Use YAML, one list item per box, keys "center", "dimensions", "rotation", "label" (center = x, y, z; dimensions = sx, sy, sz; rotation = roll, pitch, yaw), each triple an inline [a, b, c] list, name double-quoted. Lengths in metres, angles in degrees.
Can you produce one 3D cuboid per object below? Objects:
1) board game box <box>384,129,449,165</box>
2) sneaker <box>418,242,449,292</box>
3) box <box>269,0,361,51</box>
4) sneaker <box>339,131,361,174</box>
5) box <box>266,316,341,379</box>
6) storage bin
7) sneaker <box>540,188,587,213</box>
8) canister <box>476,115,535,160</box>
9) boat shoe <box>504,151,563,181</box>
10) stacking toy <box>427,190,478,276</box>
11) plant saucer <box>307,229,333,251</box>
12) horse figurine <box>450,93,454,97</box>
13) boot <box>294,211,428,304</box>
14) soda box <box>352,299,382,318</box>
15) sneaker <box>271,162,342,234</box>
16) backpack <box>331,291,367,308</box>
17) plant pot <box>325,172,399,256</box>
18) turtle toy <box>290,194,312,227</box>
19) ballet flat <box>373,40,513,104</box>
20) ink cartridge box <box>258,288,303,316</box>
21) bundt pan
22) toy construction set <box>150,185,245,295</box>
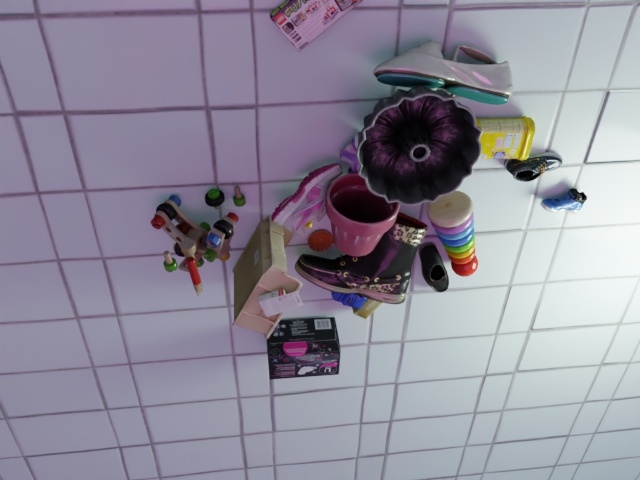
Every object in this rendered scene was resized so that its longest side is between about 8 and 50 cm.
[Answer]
- center: [0.270, -0.261, 1.763]
  dimensions: [0.186, 0.026, 0.126]
  rotation: [2, 128, -9]
  label: "board game box"
- center: [0.385, 0.122, 2.118]
  dimensions: [0.083, 0.118, 0.222]
  rotation: [-22, 129, 9]
  label: "sneaker"
- center: [-0.009, -0.570, 1.548]
  dimensions: [0.207, 0.036, 0.114]
  rotation: [-34, 126, 18]
  label: "box"
- center: [0.138, -0.203, 1.840]
  dimensions: [0.104, 0.095, 0.236]
  rotation: [-30, 122, 22]
  label: "sneaker"
- center: [-0.064, 0.376, 2.224]
  dimensions: [0.247, 0.163, 0.142]
  rotation: [-2, 133, -7]
  label: "box"
- center: [-0.164, 0.104, 1.925]
  dimensions: [0.123, 0.262, 0.260]
  rotation: [20, 123, -21]
  label: "storage bin"
- center: [0.776, -0.131, 2.013]
  dimensions: [0.152, 0.058, 0.085]
  rotation: [6, 133, -19]
  label: "sneaker"
- center: [0.517, -0.293, 1.834]
  dimensions: [0.169, 0.073, 0.126]
  rotation: [-2, 129, -6]
  label: "canister"
- center: [0.652, -0.215, 1.911]
  dimensions: [0.183, 0.083, 0.065]
  rotation: [-5, 129, -5]
  label: "boat shoe"
- center: [0.436, 0.000, 2.031]
  dimensions: [0.141, 0.141, 0.330]
  rotation: [-18, 134, 6]
  label: "stacking toy"
- center: [0.000, 0.000, 2.026]
  dimensions: [0.083, 0.013, 0.083]
  rotation: [-5, 130, -5]
  label: "plant saucer"
- center: [0.280, -0.316, 1.783]
  dimensions: [0.263, 0.066, 0.175]
  rotation: [-8, 124, -4]
  label: "horse figurine"
- center: [0.133, 0.031, 1.986]
  dimensions: [0.377, 0.138, 0.284]
  rotation: [17, 115, -6]
  label: "boot"
- center: [0.183, 0.186, 2.174]
  dimensions: [0.058, 0.061, 0.181]
  rotation: [25, 121, -27]
  label: "soda box"
- center: [-0.021, -0.117, 1.833]
  dimensions: [0.252, 0.103, 0.111]
  rotation: [-45, 106, 3]
  label: "sneaker"
- center: [0.097, 0.168, 2.124]
  dimensions: [0.120, 0.101, 0.098]
  rotation: [21, 116, -19]
  label: "backpack"
- center: [0.108, -0.059, 1.795]
  dimensions: [0.201, 0.201, 0.180]
  rotation: [-1, 140, -9]
  label: "plant pot"
- center: [-0.046, -0.087, 1.910]
  dimensions: [0.130, 0.066, 0.095]
  rotation: [6, 95, -12]
  label: "turtle toy"
- center: [0.324, -0.449, 1.656]
  dimensions: [0.400, 0.139, 0.139]
  rotation: [6, 128, -19]
  label: "ballet flat"
- center: [-0.112, 0.171, 1.797]
  dimensions: [0.115, 0.029, 0.063]
  rotation: [-18, 127, 7]
  label: "ink cartridge box"
- center: [0.246, -0.258, 1.666]
  dimensions: [0.330, 0.124, 0.331]
  rotation: [-4, 127, -5]
  label: "bundt pan"
- center: [-0.347, 0.032, 1.829]
  dimensions: [0.257, 0.309, 0.237]
  rotation: [-2, 134, 3]
  label: "toy construction set"
